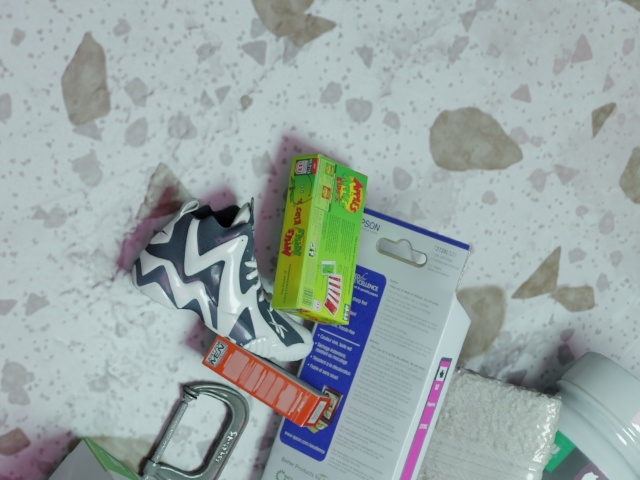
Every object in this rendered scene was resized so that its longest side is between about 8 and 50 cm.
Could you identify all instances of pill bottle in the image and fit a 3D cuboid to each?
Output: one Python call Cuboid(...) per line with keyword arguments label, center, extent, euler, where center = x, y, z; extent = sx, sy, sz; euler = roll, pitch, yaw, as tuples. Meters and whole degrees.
Cuboid(label="pill bottle", center=(0.270, 0.322, 1.735), extent=(0.361, 0.204, 0.204), euler=(-44, 111, -8))

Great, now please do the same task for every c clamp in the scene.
Cuboid(label="c clamp", center=(-0.163, 0.235, 1.660), extent=(0.137, 0.022, 0.160), euler=(34, 88, -22))

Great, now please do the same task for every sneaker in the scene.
Cuboid(label="sneaker", center=(-0.085, 0.033, 1.612), extent=(0.235, 0.094, 0.153), euler=(29, 98, -12))

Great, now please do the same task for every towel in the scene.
Cuboid(label="towel", center=(0.138, 0.235, 1.649), extent=(0.049, 0.282, 0.187), euler=(13, 92, -57))

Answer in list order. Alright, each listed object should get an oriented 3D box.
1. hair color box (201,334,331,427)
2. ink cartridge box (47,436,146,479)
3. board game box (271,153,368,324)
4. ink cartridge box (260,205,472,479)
Cuboid(label="hair color box", center=(-0.062, 0.164, 1.621), extent=(0.141, 0.072, 0.043), euler=(31, 89, 15))
Cuboid(label="ink cartridge box", center=(-0.150, 0.392, 1.586), extent=(0.353, 0.207, 0.119), euler=(42, 84, -27))
Cuboid(label="board game box", center=(0.000, 0.000, 1.619), extent=(0.092, 0.043, 0.181), euler=(21, 72, -46))
Cuboid(label="ink cartridge box", center=(0.061, 0.158, 1.644), extent=(0.069, 0.176, 0.370), euler=(11, 98, -53))
